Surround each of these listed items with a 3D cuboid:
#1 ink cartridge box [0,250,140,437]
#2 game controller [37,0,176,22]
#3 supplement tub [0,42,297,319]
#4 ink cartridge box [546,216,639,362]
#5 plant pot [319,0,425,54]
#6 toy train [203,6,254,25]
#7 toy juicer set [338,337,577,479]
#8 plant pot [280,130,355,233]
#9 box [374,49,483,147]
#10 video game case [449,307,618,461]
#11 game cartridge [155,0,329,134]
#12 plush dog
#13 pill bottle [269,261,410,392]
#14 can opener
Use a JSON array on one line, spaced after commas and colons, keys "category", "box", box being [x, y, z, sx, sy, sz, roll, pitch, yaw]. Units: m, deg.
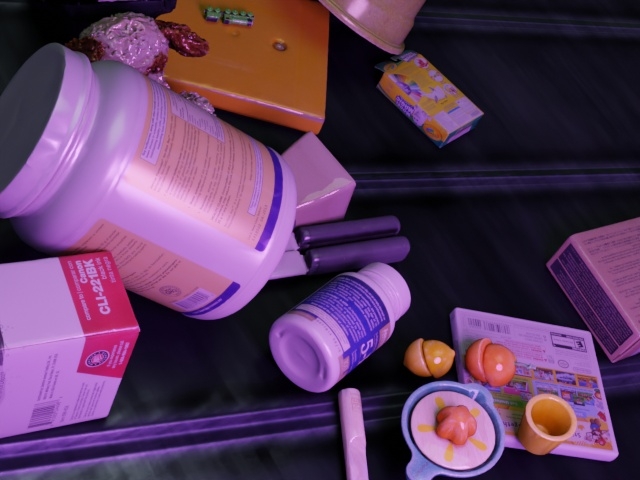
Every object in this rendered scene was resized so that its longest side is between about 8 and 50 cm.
[{"category": "ink cartridge box", "box": [-0.358, 0.125, 1.152, 0.273, 0.197, 0.114, -8, 56, -30]}, {"category": "game controller", "box": [-0.324, -0.359, 1.546, 0.167, 0.067, 0.319, 1, 16, -25]}, {"category": "supplement tub", "box": [-0.220, -0.067, 1.276, 0.331, 0.241, 0.241, 29, 42, -34]}, {"category": "ink cartridge box", "box": [0.501, 0.067, 1.660, 0.235, 0.088, 0.193, -12, 61, -32]}, {"category": "plant pot", "box": [0.115, -0.493, 1.757, 0.276, 0.254, 0.276, 37, 21, -17]}, {"category": "toy train", "box": [-0.145, -0.356, 1.696, 0.083, 0.017, 0.023, 4, 62, -20]}, {"category": "toy juicer set", "box": [0.149, 0.213, 1.362, 0.329, 0.089, 0.209, -15, 57, -23]}, {"category": "plant pot", "box": [-0.028, -0.071, 1.527, 0.096, 0.109, 0.109, -31, 70, -26]}, {"category": "box", "box": [0.176, -0.244, 1.796, 0.105, 0.043, 0.179, -31, 72, -38]}, {"category": "video game case", "box": [0.298, 0.202, 1.503, 0.227, 0.026, 0.206, 11, 50, -17]}, {"category": "game cartridge", "box": [-0.146, -0.317, 1.710, 0.324, 0.052, 0.285, 13, 49, -12]}, {"category": "plush dog", "box": [-0.276, -0.214, 1.443, 0.262, 0.225, 0.210, -31, 71, -38]}, {"category": "pill bottle", "box": [0.032, 0.107, 1.400, 0.112, 0.112, 0.187, 44, 49, 13]}, {"category": "can opener", "box": [0.000, 0.000, 1.482, 0.284, 0.095, 0.076, -8, 58, -25]}]
